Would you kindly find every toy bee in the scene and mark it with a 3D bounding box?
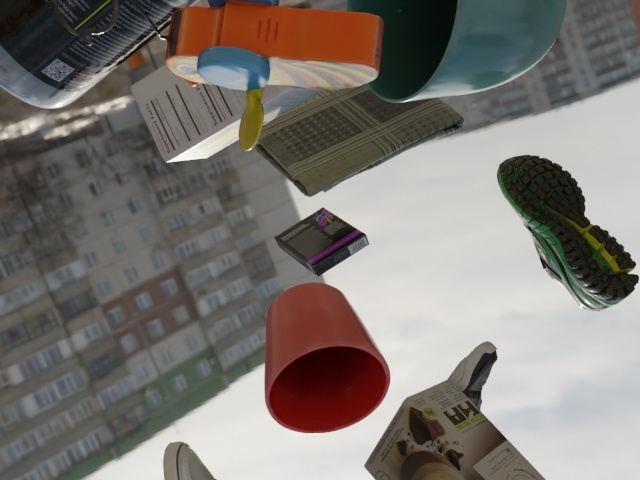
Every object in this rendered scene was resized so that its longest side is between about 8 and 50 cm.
[{"bbox_3d":[-0.090,-0.206,0.931,0.195,0.298,0.162,-62,-179,-10],"label":"toy bee"}]

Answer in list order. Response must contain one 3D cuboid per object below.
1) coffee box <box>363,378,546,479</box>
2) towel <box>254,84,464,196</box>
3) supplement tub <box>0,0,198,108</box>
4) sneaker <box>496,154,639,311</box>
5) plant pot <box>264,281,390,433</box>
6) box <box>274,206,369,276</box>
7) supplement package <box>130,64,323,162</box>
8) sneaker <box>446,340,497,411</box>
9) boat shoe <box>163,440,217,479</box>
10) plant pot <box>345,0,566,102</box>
[{"bbox_3d":[0.225,0.381,1.385,0.118,0.297,0.168,-14,139,-43],"label":"coffee box"},{"bbox_3d":[0.052,-0.202,1.668,0.324,0.056,0.312,-25,-143,-12],"label":"towel"},{"bbox_3d":[-0.258,-0.313,1.076,0.316,0.194,0.193,-31,-174,22],"label":"supplement tub"},{"bbox_3d":[0.432,-0.010,1.712,0.134,0.344,0.146,-23,160,-20],"label":"sneaker"},{"bbox_3d":[-0.007,0.240,2.003,0.274,0.275,0.243,-20,-140,2],"label":"plant pot"},{"bbox_3d":[0.000,0.000,1.687,0.116,0.029,0.162,-32,-147,-15],"label":"box"},{"bbox_3d":[-0.143,-0.235,1.422,0.244,0.134,0.139,-27,177,24],"label":"supplement package"},{"bbox_3d":[0.269,0.318,1.626,0.269,0.153,0.101,-53,167,-14],"label":"sneaker"},{"bbox_3d":[-0.168,0.433,1.477,0.088,0.268,0.096,-14,-164,17],"label":"boat shoe"},{"bbox_3d":[0.210,-0.348,1.339,0.235,0.293,0.293,-4,-178,-27],"label":"plant pot"}]
